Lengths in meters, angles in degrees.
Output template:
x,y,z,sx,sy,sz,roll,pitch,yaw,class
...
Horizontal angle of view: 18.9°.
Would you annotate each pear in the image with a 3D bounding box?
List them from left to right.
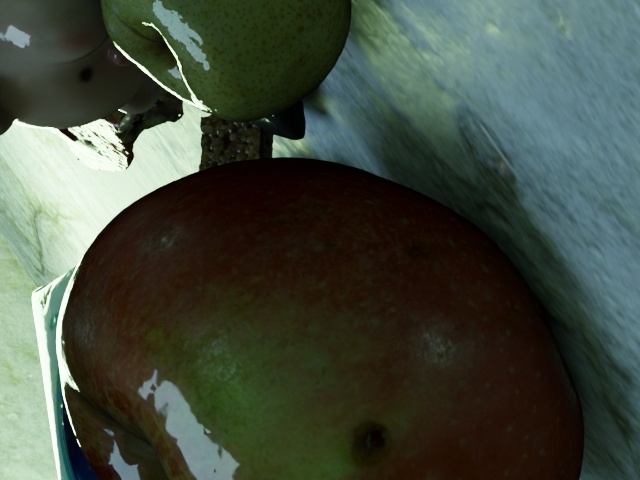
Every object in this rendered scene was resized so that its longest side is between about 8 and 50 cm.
x,y,z,sx,sy,sz,roll,pitch,yaw,class
-0.058,-0.155,1.227,0.167,0.136,0.167,39,158,20,pear

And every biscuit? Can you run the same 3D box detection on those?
x,y,z,sx,sy,sz,roll,pitch,yaw,class
-0.065,-0.016,1.522,0.034,0.064,0.199,47,-143,-57,biscuit

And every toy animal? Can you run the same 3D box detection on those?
x,y,z,sx,sy,sz,roll,pitch,yaw,class
-0.223,-0.218,1.550,0.221,0.210,0.229,46,128,20,toy animal

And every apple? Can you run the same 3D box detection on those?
x,y,z,sx,sy,sz,roll,pitch,yaw,class
0.000,0.104,1.263,0.348,0.277,0.348,48,156,30,apple

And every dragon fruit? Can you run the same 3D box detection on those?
x,y,z,sx,sy,sz,roll,pitch,yaw,class
-0.205,-0.164,1.801,0.211,0.134,0.262,31,167,40,dragon fruit

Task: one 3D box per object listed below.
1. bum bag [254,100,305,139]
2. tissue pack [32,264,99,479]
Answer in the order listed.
x,y,z,sx,sy,sz,roll,pitch,yaw,class
-0.090,-0.202,1.375,0.142,0.079,0.326,36,153,43,bum bag
-0.159,0.199,1.931,0.287,0.162,0.388,-30,69,58,tissue pack
